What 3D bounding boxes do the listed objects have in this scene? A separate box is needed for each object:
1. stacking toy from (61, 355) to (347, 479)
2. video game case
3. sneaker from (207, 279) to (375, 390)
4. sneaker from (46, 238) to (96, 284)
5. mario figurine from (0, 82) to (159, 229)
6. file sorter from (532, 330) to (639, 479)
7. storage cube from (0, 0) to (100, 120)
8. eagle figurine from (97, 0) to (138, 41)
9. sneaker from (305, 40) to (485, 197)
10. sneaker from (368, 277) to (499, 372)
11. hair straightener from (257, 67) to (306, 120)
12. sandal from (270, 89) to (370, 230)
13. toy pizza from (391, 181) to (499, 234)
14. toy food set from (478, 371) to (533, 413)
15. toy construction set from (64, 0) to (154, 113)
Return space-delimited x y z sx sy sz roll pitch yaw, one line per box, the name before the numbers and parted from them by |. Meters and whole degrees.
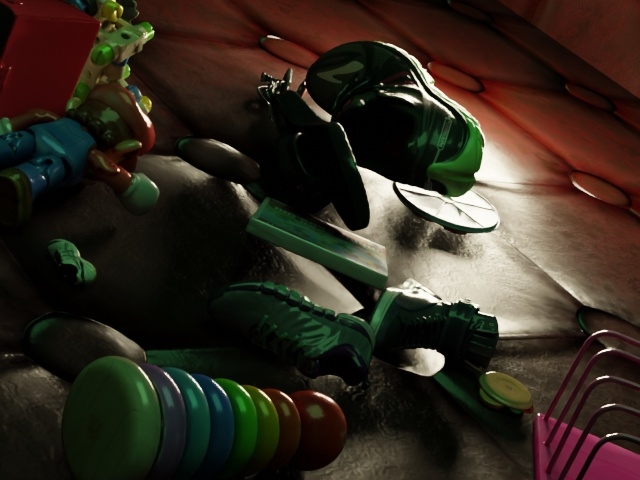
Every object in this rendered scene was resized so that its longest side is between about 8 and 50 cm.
stacking toy | -0.103 0.203 1.474 0.330 0.141 0.141 11 26 -44
video game case | 0.000 0.000 2.009 0.204 0.025 0.285 23 8 -1
sneaker | -0.035 0.120 1.752 0.223 0.083 0.098 16 36 -10
sneaker | -0.317 0.026 1.739 0.083 0.032 0.037 35 26 26
mario figurine | -0.351 -0.097 1.910 0.320 0.170 0.198 -29 99 -51
file sorter | 0.391 0.265 1.712 0.202 0.182 0.291 23 23 -2
storage cube | -0.471 -0.283 2.034 0.183 0.215 0.193 34 19 23
eagle figurine | -0.480 -0.484 2.423 0.298 0.225 0.226 33 13 37
sneaker | 0.097 -0.234 2.452 0.202 0.185 0.483 3 23 -33
sneaker | 0.154 0.127 1.900 0.163 0.086 0.226 28 22 15
hair straightener | -0.080 -0.275 2.599 0.089 0.047 0.230 24 28 0
sandal | -0.023 -0.115 2.186 0.107 0.168 0.446 -20 22 -9
toy pizza | 0.214 -0.059 2.419 0.201 0.032 0.201 17 26 -9
toy food set | 0.253 0.209 1.903 0.082 0.020 0.083 20 23 -9
toy construction set | -0.405 -0.328 2.203 0.327 0.215 0.151 23 42 6
